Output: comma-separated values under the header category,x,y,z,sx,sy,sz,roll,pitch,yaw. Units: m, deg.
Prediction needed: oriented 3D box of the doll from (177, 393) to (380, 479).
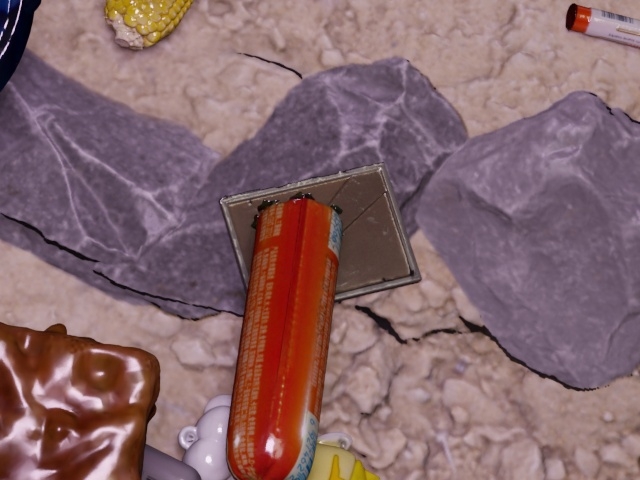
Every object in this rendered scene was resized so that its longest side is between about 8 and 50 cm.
category,x,y,z,sx,sy,sz,roll,pitch,yaw
doll,-0.036,0.183,1.488,0.162,0.062,0.106,22,65,-4

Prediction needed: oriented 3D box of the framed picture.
category,x,y,z,sx,sy,sz,roll,pitch,yaw
framed picture,0.000,0.000,1.579,0.149,0.011,0.109,-13,77,-16

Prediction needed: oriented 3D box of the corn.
category,x,y,z,sx,sy,sz,roll,pitch,yaw
corn,-0.119,-0.246,1.598,0.067,0.067,0.206,30,66,-2

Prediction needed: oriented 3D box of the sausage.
category,x,y,z,sx,sy,sz,roll,pitch,yaw
sausage,-0.030,0.090,1.461,0.083,0.083,0.264,13,56,-8

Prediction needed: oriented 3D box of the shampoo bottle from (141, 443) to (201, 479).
category,x,y,z,sx,sy,sz,roll,pitch,yaw
shampoo bottle,-0.176,0.178,1.457,0.165,0.040,0.080,25,106,9

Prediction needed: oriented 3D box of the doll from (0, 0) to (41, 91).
category,x,y,z,sx,sy,sz,roll,pitch,yaw
doll,-0.359,-0.209,1.451,0.284,0.240,0.310,-33,82,4

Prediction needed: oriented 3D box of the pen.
category,x,y,z,sx,sy,sz,roll,pitch,yaw
pen,0.325,-0.174,1.697,0.218,0.026,0.026,13,71,-9

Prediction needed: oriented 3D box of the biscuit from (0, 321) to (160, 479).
category,x,y,z,sx,sy,sz,roll,pitch,yaw
biscuit,-0.303,0.238,1.335,0.342,0.166,0.395,13,78,-4
